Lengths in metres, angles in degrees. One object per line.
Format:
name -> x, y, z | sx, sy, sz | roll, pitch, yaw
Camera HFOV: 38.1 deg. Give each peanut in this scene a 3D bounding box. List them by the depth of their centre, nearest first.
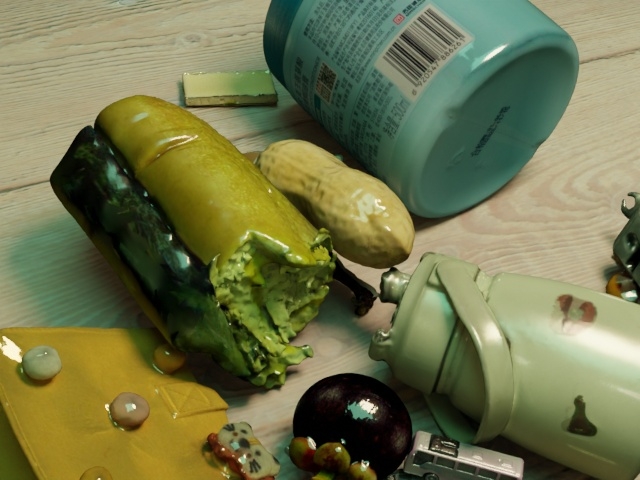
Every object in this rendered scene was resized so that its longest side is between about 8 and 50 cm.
peanut -> 0.016, -0.043, 1.191 | 0.111, 0.125, 0.274 | -42, 47, -13

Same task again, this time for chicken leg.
chicken leg -> 0.000, 0.000, 1.285 | 0.106, 0.051, 0.253 | -7, 52, -21

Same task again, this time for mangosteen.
mangosteen -> 0.029, 0.221, 1.029 | 0.137, 0.137, 0.151 | 23, 48, 11

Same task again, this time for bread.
bread -> -0.150, -0.018, 1.135 | 0.208, 0.251, 0.376 | -48, 62, 3
bread -> -0.148, -0.245, 1.496 | 0.153, 0.028, 0.068 | -4, 49, -12

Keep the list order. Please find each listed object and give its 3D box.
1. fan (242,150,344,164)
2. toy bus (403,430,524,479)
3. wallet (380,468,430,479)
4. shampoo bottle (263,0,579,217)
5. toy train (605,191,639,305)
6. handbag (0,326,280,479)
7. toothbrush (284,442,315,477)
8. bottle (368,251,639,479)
fan -> -0.077, -0.089, 1.327 | 0.226, 0.008, 0.152 | -15, 43, 3
toy bus -> 0.161, 0.253, 1.042 | 0.130, 0.052, 0.037 | 14, 38, 7
wallet -> 0.135, 0.295, 1.051 | 0.129, 0.026, 0.088 | -2, 48, -10
shampoo bottle -> 0.143, -0.256, 1.349 | 0.331, 0.331, 0.343 | -25, 57, -28
toy train -> 0.536, 0.066, 1.244 | 0.231, 0.163, 0.369 | -5, 48, -25
handbag -> -0.164, 0.243, 0.931 | 0.283, 0.133, 0.401 | 4, 37, -49
toothbrush -> 0.029, 0.296, 1.040 | 0.014, 0.017, 0.194 | -28, 55, -37
bottle -> 0.222, 0.135, 1.088 | 0.351, 0.229, 0.229 | 20, 48, 10
